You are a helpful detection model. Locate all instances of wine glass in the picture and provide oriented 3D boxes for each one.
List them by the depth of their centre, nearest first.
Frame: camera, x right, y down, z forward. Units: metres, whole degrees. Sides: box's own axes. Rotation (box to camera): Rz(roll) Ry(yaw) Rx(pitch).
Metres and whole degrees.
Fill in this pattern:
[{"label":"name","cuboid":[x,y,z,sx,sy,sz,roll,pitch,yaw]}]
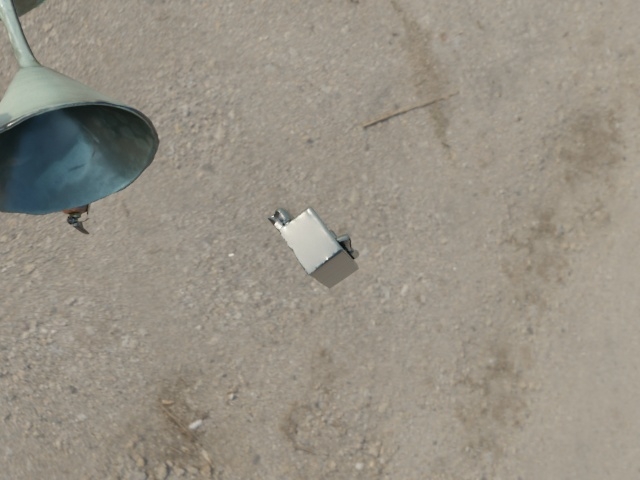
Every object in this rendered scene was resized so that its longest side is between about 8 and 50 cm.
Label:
[{"label":"wine glass","cuboid":[-0.442,-0.267,1.018,0.267,0.267,0.406,-14,65,-32]}]

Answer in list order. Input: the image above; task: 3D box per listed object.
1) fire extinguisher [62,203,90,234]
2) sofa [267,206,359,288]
[{"label":"fire extinguisher","cuboid":[-0.414,-0.098,1.129,0.050,0.062,0.177,-6,90,12]},{"label":"sofa","cuboid":[0.000,0.000,0.777,0.060,0.147,0.085,-37,75,2]}]
